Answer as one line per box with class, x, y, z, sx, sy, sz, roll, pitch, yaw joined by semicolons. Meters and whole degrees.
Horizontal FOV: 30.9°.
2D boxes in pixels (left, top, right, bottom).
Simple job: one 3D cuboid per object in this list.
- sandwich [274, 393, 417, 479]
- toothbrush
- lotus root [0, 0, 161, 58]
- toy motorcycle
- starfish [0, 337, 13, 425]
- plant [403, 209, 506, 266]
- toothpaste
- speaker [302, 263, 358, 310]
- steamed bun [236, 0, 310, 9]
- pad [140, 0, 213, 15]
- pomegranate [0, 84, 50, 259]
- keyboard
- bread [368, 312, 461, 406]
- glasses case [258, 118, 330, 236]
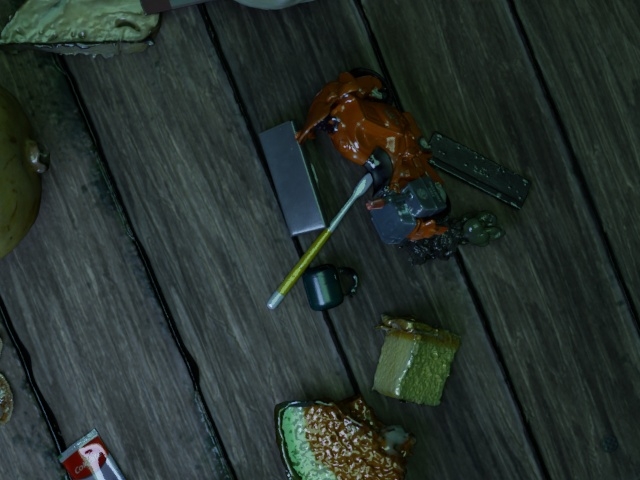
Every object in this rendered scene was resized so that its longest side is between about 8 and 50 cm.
sandwich;0.036;0.361;1.925;0.292;0.109;0.212;41;80;-5
toothbrush;0.000;0.000;1.967;0.021;0.024;0.288;38;89;-1
lotus root;-0.392;-0.383;1.914;0.261;0.074;0.170;6;88;-4
toy motorcycle;0.085;-0.142;1.885;0.221;0.148;0.325;-15;71;-37
starfish;-0.581;0.220;1.913;0.150;0.053;0.209;-39;88;-17
plant;0.225;-0.009;1.959;0.174;0.087;0.085;-16;120;0
toothpaste;-0.325;0.461;1.923;0.075;0.048;0.301;-34;90;0
speaker;0.021;0.075;1.946;0.094;0.060;0.075;-16;92;-5
steamed bun;-0.080;-0.563;1.844;0.339;0.247;0.352;33;75;-6
pad;-0.248;-0.534;1.923;0.202;0.005;0.299;-18;88;-23
pomegranate;-0.578;-0.104;1.780;0.332;0.332;0.332;0;89;-4
keyboard;0.269;-0.119;1.992;0.195;0.018;0.060;28;80;-4
bread;0.167;0.203;1.941;0.152;0.127;0.147;14;88;-21
glasses case;-0.042;-0.104;1.945;0.072;0.042;0.190;-17;91;27
